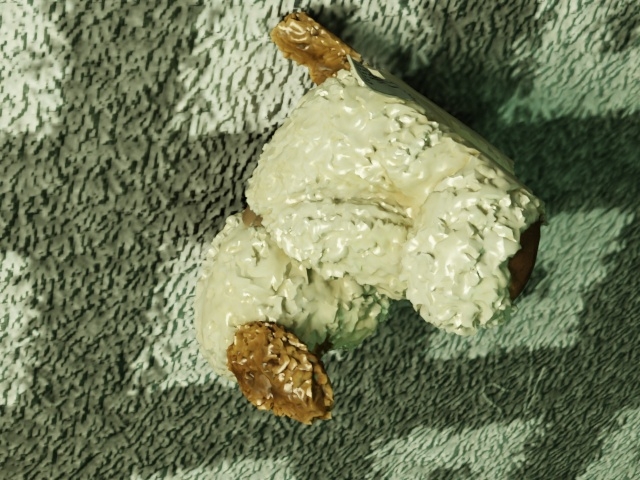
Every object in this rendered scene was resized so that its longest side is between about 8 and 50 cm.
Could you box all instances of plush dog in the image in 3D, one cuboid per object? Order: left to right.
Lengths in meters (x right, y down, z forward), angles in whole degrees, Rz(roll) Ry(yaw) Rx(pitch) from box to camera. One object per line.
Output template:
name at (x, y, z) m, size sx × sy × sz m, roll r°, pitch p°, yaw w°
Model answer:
plush dog at (0.000, 0.000, 0.873) m, size 0.210 × 0.262 × 0.225 m, roll 36°, pitch 101°, yaw -8°
